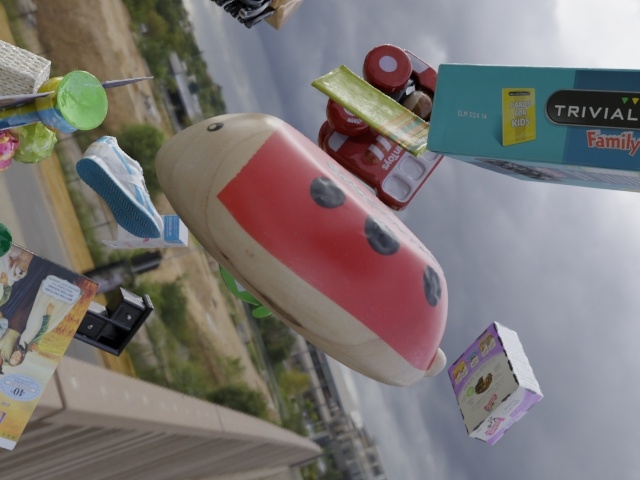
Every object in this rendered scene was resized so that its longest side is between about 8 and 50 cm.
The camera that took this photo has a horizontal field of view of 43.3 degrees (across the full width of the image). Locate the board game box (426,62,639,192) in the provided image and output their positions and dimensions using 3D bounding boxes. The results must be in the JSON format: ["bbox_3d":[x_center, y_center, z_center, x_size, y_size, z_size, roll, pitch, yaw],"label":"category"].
[{"bbox_3d":[0.298,-0.084,0.687,0.254,0.336,0.079,4,95,-59],"label":"board game box"}]

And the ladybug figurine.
[{"bbox_3d":[0.000,0.000,1.011,0.449,0.162,0.305,41,13,-7],"label":"ladybug figurine"}]

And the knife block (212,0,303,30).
[{"bbox_3d":[-0.057,-0.436,1.219,0.088,0.275,0.242,38,-9,2],"label":"knife block"}]

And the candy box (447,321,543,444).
[{"bbox_3d":[0.363,0.299,1.694,0.070,0.165,0.196,26,28,-22],"label":"candy box"}]

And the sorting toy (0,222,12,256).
[{"bbox_3d":[-0.479,-0.077,0.920,0.046,0.132,0.274,-1,-60,46],"label":"sorting toy"}]

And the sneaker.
[{"bbox_3d":[-0.366,-0.096,1.545,0.228,0.087,0.092,60,36,-36],"label":"sneaker"}]

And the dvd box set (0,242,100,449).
[{"bbox_3d":[-0.719,0.217,1.767,0.308,0.420,0.062,32,-9,-31],"label":"dvd box set"}]

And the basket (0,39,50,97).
[{"bbox_3d":[-0.691,-0.365,1.777,0.113,0.167,0.103,-83,-161,-54],"label":"basket"}]

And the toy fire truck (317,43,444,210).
[{"bbox_3d":[0.153,-0.235,1.646,0.254,0.302,0.169,38,-19,5],"label":"toy fire truck"}]

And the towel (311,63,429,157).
[{"bbox_3d":[0.103,-0.231,1.421,0.237,0.102,0.021,37,-49,15],"label":"towel"}]

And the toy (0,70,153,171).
[{"bbox_3d":[-0.255,-0.085,0.655,0.237,0.137,0.056,-8,-80,42],"label":"toy"}]

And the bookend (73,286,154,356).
[{"bbox_3d":[-0.519,0.179,1.963,0.156,0.157,0.072,33,9,-34],"label":"bookend"}]

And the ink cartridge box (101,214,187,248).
[{"bbox_3d":[-0.409,-0.019,1.880,0.104,0.181,0.061,84,5,-80],"label":"ink cartridge box"}]

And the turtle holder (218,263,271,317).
[{"bbox_3d":[-0.066,-0.010,1.719,0.243,0.320,0.227,43,16,-23],"label":"turtle holder"}]
